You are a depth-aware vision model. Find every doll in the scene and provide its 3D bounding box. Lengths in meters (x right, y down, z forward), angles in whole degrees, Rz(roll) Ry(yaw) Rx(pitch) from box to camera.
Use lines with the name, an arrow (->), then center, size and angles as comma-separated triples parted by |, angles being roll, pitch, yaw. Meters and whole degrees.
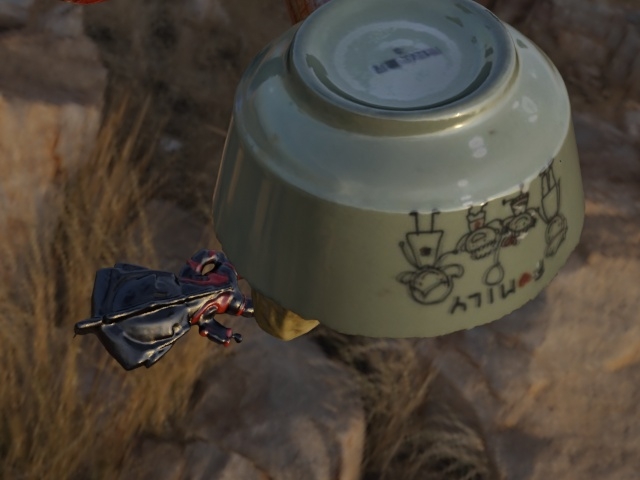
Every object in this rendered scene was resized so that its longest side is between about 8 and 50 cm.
doll -> -0.182, 0.082, 1.526 | 0.248, 0.088, 0.127 | -18, 53, -28

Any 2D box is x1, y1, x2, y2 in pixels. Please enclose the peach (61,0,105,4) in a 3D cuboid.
peach -> -0.231, -0.305, 1.215 | 0.127, 0.092, 0.172 | 5, 69, -29

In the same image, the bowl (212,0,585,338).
bowl -> 0.043, -0.060, 0.674 | 0.211, 0.112, 0.211 | -1, 47, 1

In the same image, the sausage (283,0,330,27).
sausage -> 0.005, -0.202, 0.996 | 0.083, 0.083, 0.264 | 10, 42, -25

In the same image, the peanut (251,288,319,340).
peanut -> 0.000, 0.000, 1.335 | 0.110, 0.233, 0.197 | 21, 63, -6
